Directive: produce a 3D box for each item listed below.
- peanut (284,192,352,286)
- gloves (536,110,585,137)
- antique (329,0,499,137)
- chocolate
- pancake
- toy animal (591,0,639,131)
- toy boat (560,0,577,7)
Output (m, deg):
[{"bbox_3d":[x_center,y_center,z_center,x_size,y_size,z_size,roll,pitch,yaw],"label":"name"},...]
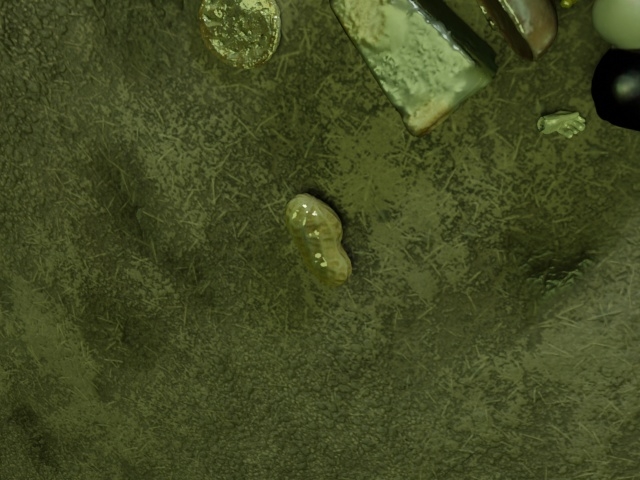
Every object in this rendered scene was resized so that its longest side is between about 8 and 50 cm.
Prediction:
[{"bbox_3d":[0.000,0.000,1.255,0.093,0.083,0.194,-30,113,-5],"label":"peanut"},{"bbox_3d":[0.359,-0.178,1.045,0.080,0.038,0.044,9,158,-2],"label":"gloves"},{"bbox_3d":[0.116,-0.308,1.011,0.150,0.125,0.284,-36,102,31],"label":"antique"},{"bbox_3d":[0.241,-0.364,0.929,0.083,0.161,0.261,-36,106,13],"label":"chocolate"},{"bbox_3d":[-0.130,-0.357,1.136,0.151,0.025,0.152,10,120,17],"label":"pancake"},{"bbox_3d":[0.447,-0.269,0.888,0.187,0.165,0.235,-1,115,14],"label":"toy animal"},{"bbox_3d":[0.361,-0.456,0.857,0.140,0.099,0.318,22,126,11],"label":"toy boat"}]
